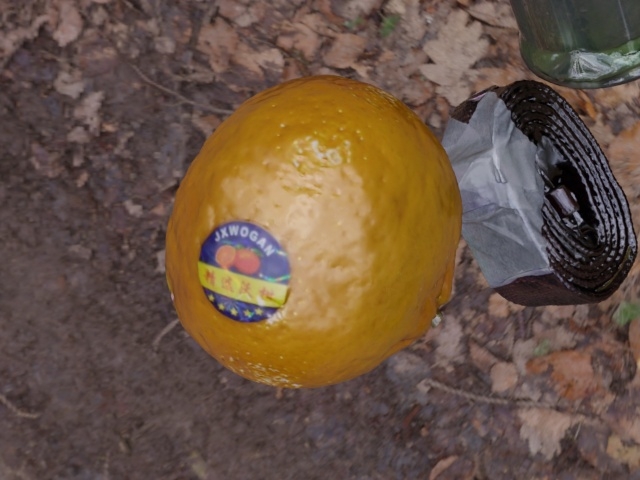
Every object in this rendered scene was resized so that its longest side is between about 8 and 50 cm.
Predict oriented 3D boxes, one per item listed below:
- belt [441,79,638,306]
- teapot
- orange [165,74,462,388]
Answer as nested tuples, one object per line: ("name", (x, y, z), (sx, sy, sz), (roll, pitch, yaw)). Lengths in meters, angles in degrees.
("belt", (0.255, -0.052, 1.195), (0.289, 0.184, 0.164), (60, 152, -10))
("teapot", (0.240, -0.321, 0.878), (0.200, 0.337, 0.270), (2, 52, 33))
("orange", (-0.002, -0.002, 0.542), (0.155, 0.177, 0.178), (14, 99, 20))
